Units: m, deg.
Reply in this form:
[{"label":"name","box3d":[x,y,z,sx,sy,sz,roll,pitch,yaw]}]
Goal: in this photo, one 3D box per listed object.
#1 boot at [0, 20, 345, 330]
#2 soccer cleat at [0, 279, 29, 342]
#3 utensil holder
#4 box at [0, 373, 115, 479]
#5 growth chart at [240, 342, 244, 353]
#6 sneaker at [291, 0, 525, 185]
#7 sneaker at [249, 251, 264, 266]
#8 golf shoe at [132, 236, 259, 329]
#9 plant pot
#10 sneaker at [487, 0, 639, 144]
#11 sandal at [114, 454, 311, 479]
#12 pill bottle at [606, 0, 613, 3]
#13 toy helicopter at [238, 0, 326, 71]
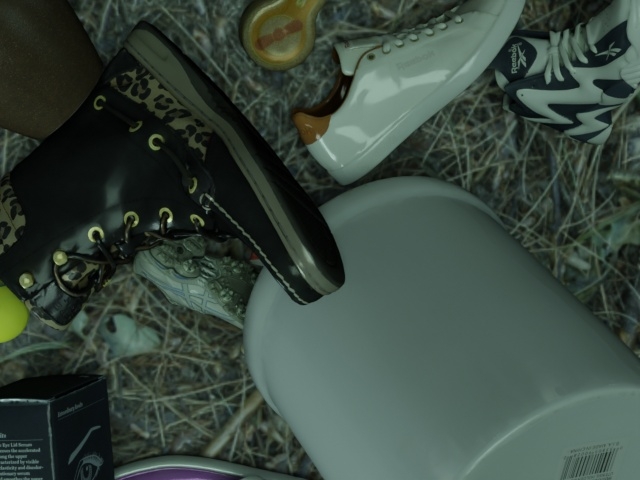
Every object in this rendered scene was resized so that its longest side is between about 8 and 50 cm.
[{"label":"boot","box3d":[-0.172,-0.015,1.298,0.284,0.138,0.377,-41,64,5]},{"label":"soccer cleat","box3d":[-0.447,0.050,1.343,0.289,0.121,0.093,22,97,-14]},{"label":"utensil holder","box3d":[0.141,0.165,1.286,0.327,0.385,0.327,-13,124,-19]},{"label":"box","box3d":[-0.295,0.255,1.370,0.108,0.153,0.207,-4,92,13]},{"label":"growth chart","box3d":[0.036,0.081,1.446,0.237,0.021,0.172,-39,135,2]},{"label":"sneaker","box3d":[0.091,-0.196,1.393,0.290,0.106,0.123,-43,107,2]},{"label":"sneaker","box3d":[0.000,0.000,1.445,0.158,0.061,0.065,1,90,-14]},{"label":"golf shoe","box3d":[-0.128,0.051,1.434,0.176,0.086,0.069,38,49,-18]},{"label":"plant pot","box3d":[-0.335,-0.214,1.281,0.230,0.215,0.215,41,92,-27]},{"label":"sneaker","box3d":[0.259,-0.197,1.386,0.153,0.235,0.094,10,66,0]},{"label":"sandal","box3d":[-0.101,0.337,1.471,0.416,0.102,0.169,1,99,-8]},{"label":"pill bottle","box3d":[0.397,-0.309,1.396,0.283,0.160,0.160,19,98,-13]},{"label":"toy helicopter","box3d":[0.041,-0.328,1.368,0.235,0.140,0.355,27,107,-23]}]
